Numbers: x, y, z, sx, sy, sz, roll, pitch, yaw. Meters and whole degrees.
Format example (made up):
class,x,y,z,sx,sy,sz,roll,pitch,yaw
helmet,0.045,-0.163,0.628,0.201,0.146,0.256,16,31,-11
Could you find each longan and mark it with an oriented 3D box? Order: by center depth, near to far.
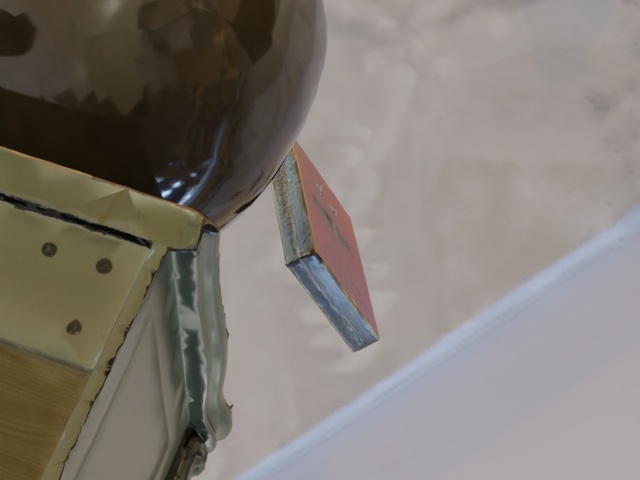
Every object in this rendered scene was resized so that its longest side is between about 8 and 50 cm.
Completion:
class,x,y,z,sx,sy,sz,roll,pitch,yaw
longan,-0.124,-0.099,0.930,0.246,0.246,0.215,59,-29,20

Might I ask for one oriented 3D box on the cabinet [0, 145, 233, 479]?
class,x,y,z,sx,sy,sz,roll,pitch,yaw
cabinet,-0.230,0.131,0.770,0.290,0.227,0.318,17,-120,9

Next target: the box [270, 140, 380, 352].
class,x,y,z,sx,sy,sz,roll,pitch,yaw
box,0.000,0.000,1.087,0.023,0.090,0.133,-26,-144,11
